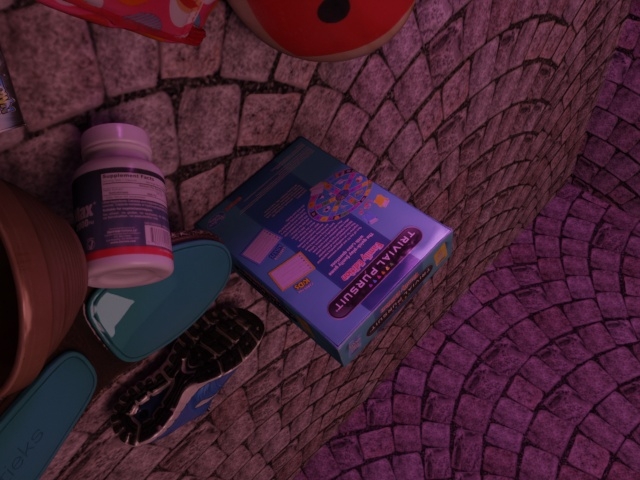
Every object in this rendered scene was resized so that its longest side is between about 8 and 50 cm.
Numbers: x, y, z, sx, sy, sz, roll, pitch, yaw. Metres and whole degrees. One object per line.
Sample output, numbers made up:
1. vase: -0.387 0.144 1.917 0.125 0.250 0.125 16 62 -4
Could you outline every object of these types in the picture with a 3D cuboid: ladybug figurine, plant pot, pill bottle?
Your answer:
1. ladybug figurine: 0.011 -0.391 0.654 0.305 0.162 0.449 -52 151 -2
2. plant pot: -0.325 0.034 0.560 0.110 0.237 0.237 -19 137 -57
3. pill bottle: -0.239 -0.041 0.646 0.108 0.180 0.108 -10 164 -3

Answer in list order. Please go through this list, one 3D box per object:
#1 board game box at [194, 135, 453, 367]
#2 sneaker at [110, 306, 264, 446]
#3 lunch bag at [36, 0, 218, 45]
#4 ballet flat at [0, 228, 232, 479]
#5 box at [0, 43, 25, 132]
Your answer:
1. board game box: 0.000 0.000 0.879 0.254 0.336 0.079 -43 150 -17
2. sneaker: -0.247 0.261 1.054 0.330 0.130 0.147 -40 163 -16
3. lunch bag: -0.210 -0.264 0.378 0.120 0.258 0.293 -54 174 15
4. ballet flat: -0.323 0.133 0.700 0.482 0.182 0.164 -52 138 -40
5. box: -0.354 -0.184 0.480 0.114 0.036 0.206 -31 144 -34
